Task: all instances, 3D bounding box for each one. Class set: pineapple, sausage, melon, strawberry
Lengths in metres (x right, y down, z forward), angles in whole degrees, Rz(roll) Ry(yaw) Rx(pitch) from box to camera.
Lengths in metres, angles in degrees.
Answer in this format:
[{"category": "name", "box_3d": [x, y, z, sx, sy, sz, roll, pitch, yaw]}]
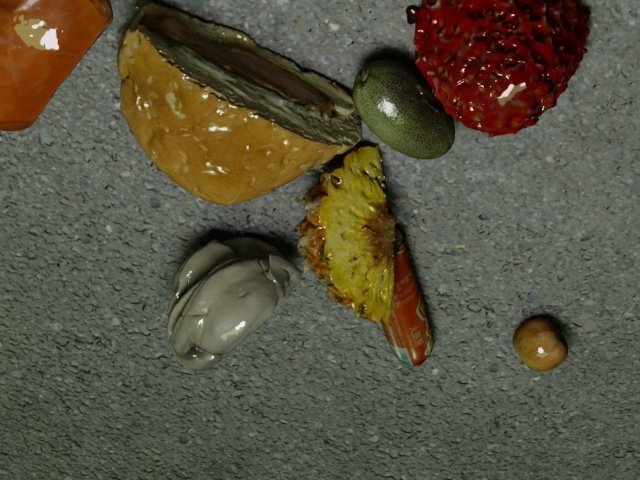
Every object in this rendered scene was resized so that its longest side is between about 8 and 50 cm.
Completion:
[{"category": "pineapple", "box_3d": [0.000, -0.006, 1.934, 0.164, 0.140, 0.249, 9, 103, 43]}, {"category": "sausage", "box_3d": [0.114, 0.094, 2.073, 0.083, 0.083, 0.264, -8, 131, 14]}, {"category": "melon", "box_3d": [0.110, -0.167, 1.832, 0.099, 0.099, 0.162, -33, 122, 30]}, {"category": "strawberry", "box_3d": [0.219, -0.223, 1.723, 0.234, 0.178, 0.234, 1, 125, 2]}, {"category": "sausage", "box_3d": [-0.373, -0.251, 1.789, 0.141, 0.153, 0.268, 38, 125, -15]}]

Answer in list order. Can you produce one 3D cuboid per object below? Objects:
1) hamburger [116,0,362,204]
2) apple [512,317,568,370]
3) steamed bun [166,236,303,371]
[{"category": "hamburger", "box_3d": [-0.130, -0.147, 1.842, 0.330, 0.162, 0.209, 22, 129, -17]}, {"category": "apple", "box_3d": [0.323, 0.155, 2.089, 0.071, 0.084, 0.084, -37, 118, 13]}, {"category": "steamed bun", "box_3d": [-0.141, 0.073, 2.020, 0.144, 0.218, 0.211, 47, 129, -3]}]
